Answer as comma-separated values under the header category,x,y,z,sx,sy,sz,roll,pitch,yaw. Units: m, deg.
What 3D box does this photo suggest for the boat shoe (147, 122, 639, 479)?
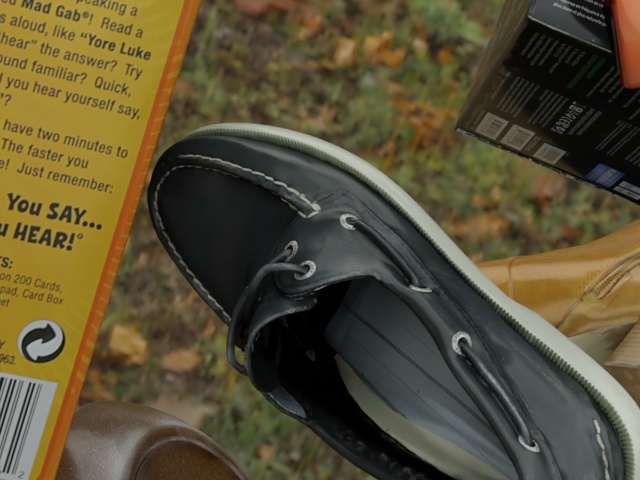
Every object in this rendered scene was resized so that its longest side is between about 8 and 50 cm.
category,x,y,z,sx,sy,sz,roll,pitch,yaw
boat shoe,0.011,0.051,0.946,0.340,0.127,0.113,41,36,22

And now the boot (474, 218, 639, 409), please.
category,x,y,z,sx,sy,sz,roll,pitch,yaw
boot,0.158,0.041,1.166,0.295,0.104,0.211,8,30,32

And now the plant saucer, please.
category,x,y,z,sx,sy,sz,roll,pitch,yaw
plant saucer,-0.085,0.249,1.227,0.310,0.050,0.310,51,25,-34

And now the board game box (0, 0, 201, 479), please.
category,x,y,z,sx,sy,sz,roll,pitch,yaw
board game box,-0.309,-0.104,1.062,0.357,0.356,0.356,13,17,-21

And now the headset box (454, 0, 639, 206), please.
category,x,y,z,sx,sy,sz,roll,pitch,yaw
headset box,0.197,-0.187,0.956,0.131,0.246,0.283,22,79,0

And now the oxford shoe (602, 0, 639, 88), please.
category,x,y,z,sx,sy,sz,roll,pitch,yaw
oxford shoe,0.160,-0.207,0.774,0.098,0.271,0.097,-7,4,7
